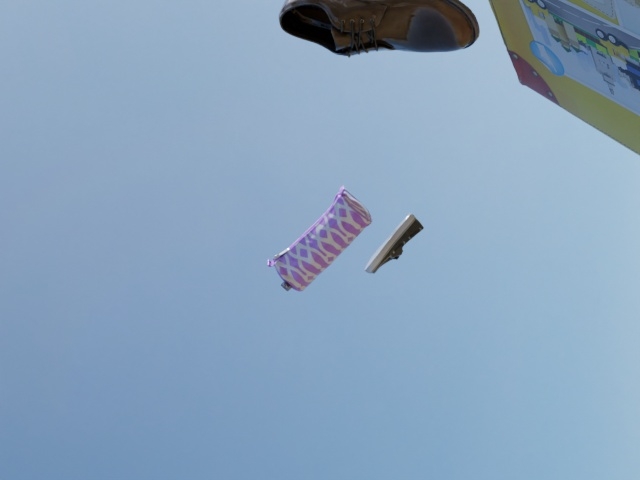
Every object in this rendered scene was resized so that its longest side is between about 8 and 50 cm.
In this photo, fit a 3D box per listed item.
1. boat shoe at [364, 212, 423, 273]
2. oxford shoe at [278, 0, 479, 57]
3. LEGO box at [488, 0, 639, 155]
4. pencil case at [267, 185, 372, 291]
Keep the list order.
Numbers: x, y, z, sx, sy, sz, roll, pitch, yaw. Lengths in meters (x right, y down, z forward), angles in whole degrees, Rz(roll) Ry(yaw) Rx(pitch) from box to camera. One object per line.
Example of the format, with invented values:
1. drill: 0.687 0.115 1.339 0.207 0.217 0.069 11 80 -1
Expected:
1. boat shoe: 0.140 0.012 1.890 0.142 0.040 0.049 -49 4 -7
2. oxford shoe: 0.059 -0.229 1.089 0.096 0.227 0.082 -58 -32 -36
3. LEGO box: 0.336 -0.180 0.718 0.193 0.500 0.372 -44 -39 -5
4. pencil case: 0.000 0.000 1.823 0.088 0.206 0.086 43 -169 -13
